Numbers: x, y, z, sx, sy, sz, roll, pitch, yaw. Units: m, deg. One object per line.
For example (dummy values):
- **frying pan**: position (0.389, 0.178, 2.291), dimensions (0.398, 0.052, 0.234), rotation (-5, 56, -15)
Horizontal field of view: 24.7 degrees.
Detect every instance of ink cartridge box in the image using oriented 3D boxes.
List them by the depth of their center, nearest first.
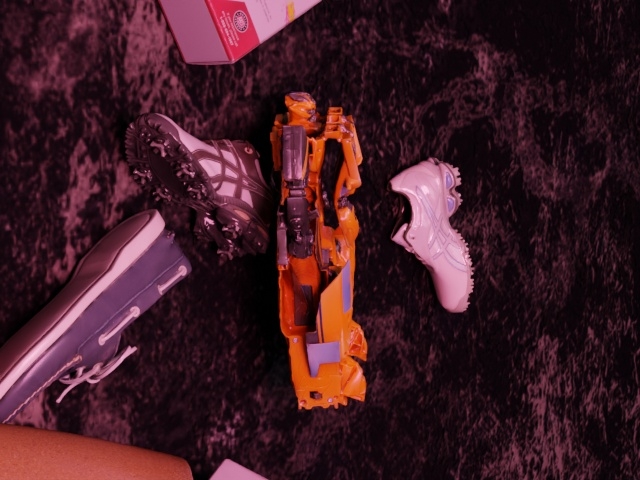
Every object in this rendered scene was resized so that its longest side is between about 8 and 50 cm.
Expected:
- **ink cartridge box**: position (-0.070, -0.261, 1.373), dimensions (0.175, 0.072, 0.127), rotation (-40, 120, -35)

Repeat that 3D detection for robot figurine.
- **robot figurine**: position (0.000, 0.000, 1.403), dimensions (0.211, 0.085, 0.291), rotation (-84, 172, -72)

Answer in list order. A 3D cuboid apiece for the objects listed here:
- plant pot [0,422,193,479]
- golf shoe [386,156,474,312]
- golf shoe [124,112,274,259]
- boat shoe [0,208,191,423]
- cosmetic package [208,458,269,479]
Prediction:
- **plant pot**: position (-0.262, 0.235, 1.121), dimensions (0.254, 0.237, 0.237), rotation (25, 75, -19)
- **golf shoe**: position (0.114, 0.001, 1.601), dimensions (0.086, 0.069, 0.176), rotation (-17, 103, -22)
- **golf shoe**: position (-0.108, -0.069, 1.359), dimensions (0.198, 0.077, 0.094), rotation (51, 48, -44)
- **boat shoe**: position (-0.203, 0.078, 1.259), dimensions (0.079, 0.095, 0.254), rotation (54, 48, -20)
- **cosmetic package**: position (-0.099, 0.407, 1.276), dimensions (0.385, 0.217, 0.156), rotation (-48, 151, -30)
